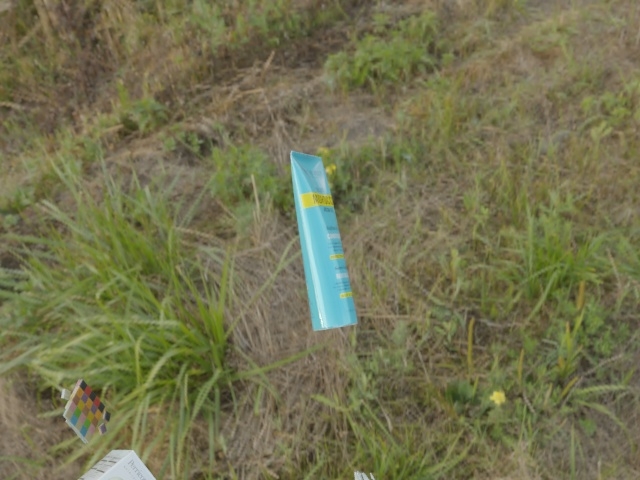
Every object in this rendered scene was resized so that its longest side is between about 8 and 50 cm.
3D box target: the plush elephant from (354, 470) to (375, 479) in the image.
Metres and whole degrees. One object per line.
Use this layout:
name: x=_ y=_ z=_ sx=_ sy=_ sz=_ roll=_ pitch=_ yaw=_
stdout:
plush elephant: x=0.120 y=0.489 z=1.111 sx=0.330 sy=0.255 sz=0.272 roll=45 pitch=59 yaw=10

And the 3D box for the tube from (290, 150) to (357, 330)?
tube: x=0.000 y=0.000 z=0.910 sx=0.052 sy=0.080 sz=0.207 roll=-12 pitch=85 yaw=19

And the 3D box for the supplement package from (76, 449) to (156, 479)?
supplement package: x=-0.396 y=0.534 z=1.384 sx=0.263 sy=0.198 sz=0.199 roll=-39 pitch=94 yaw=-28

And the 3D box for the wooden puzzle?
wooden puzzle: x=-0.256 y=0.185 z=0.845 sx=0.006 sy=0.083 sz=0.049 roll=-10 pitch=38 yaw=20
